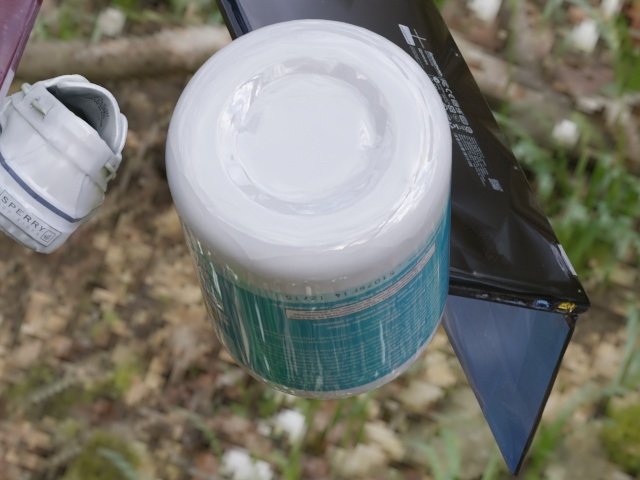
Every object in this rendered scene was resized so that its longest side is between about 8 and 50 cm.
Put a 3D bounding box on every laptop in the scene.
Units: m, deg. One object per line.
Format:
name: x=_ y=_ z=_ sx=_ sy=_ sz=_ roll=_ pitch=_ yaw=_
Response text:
laptop: x=0.028 y=-0.039 z=1.472 sx=0.408 sy=0.236 sz=0.382 roll=10 pitch=45 yaw=-43

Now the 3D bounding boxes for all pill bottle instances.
pill bottle: x=0.000 y=0.000 z=1.026 sx=0.146 sy=0.146 sz=0.264 roll=22 pitch=-21 yaw=12

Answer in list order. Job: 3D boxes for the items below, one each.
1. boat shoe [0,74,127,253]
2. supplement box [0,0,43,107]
boat shoe: x=-0.138 y=-0.051 z=1.011 sx=0.083 sy=0.076 sz=0.226 roll=41 pitch=6 yaw=-17
supplement box: x=-0.190 y=-0.082 z=0.438 sx=0.239 sy=0.130 sz=0.073 roll=27 pitch=-26 yaw=-21
